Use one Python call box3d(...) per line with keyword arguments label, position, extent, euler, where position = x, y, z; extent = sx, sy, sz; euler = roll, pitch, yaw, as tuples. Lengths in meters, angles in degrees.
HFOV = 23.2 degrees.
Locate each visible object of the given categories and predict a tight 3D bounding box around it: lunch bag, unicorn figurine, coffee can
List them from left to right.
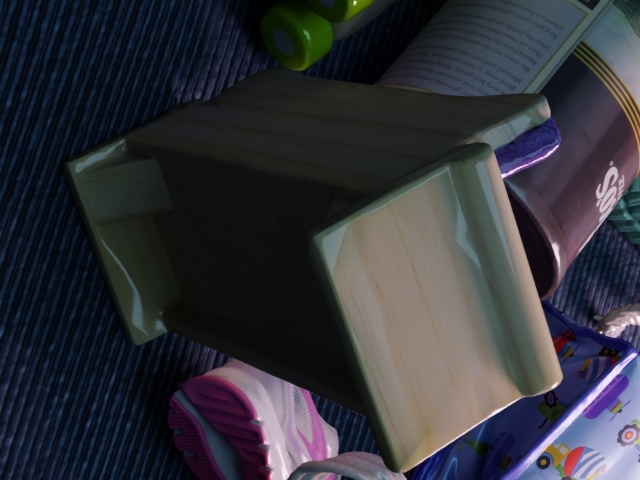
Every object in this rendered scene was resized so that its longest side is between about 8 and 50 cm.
box3d(label="coffee can", position=(0.170, -0.119, 1.187), extent=(0.275, 0.201, 0.201), euler=(-50, 122, -21))
box3d(label="lunch bag", position=(0.188, 0.235, 1.311), extent=(0.293, 0.138, 0.221), euler=(-52, 125, -6))
box3d(label="unicorn figurine", position=(0.317, 0.079, 1.396), extent=(0.111, 0.162, 0.060), euler=(10, 85, -65))

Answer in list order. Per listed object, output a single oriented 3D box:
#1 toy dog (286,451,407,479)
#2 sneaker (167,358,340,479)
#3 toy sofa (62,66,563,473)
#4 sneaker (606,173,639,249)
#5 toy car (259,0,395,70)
box3d(label="toy dog", position=(-0.025, 0.310, 1.037), extent=(0.220, 0.334, 0.161), euler=(44, 35, -10))
box3d(label="sneaker", position=(-0.028, 0.185, 1.142), extent=(0.111, 0.103, 0.252), euler=(-42, 134, -47))
box3d(label="toy sofa", position=(0.000, 0.000, 0.977), extent=(0.177, 0.362, 0.150), euler=(-28, 112, -25))
box3d(label="sneaker", position=(0.313, -0.041, 1.394), extent=(0.223, 0.083, 0.098), euler=(51, 55, -42))
box3d(label="toy car", position=(-0.003, -0.248, 1.112), extent=(0.155, 0.149, 0.188), euler=(-38, 89, -31))
